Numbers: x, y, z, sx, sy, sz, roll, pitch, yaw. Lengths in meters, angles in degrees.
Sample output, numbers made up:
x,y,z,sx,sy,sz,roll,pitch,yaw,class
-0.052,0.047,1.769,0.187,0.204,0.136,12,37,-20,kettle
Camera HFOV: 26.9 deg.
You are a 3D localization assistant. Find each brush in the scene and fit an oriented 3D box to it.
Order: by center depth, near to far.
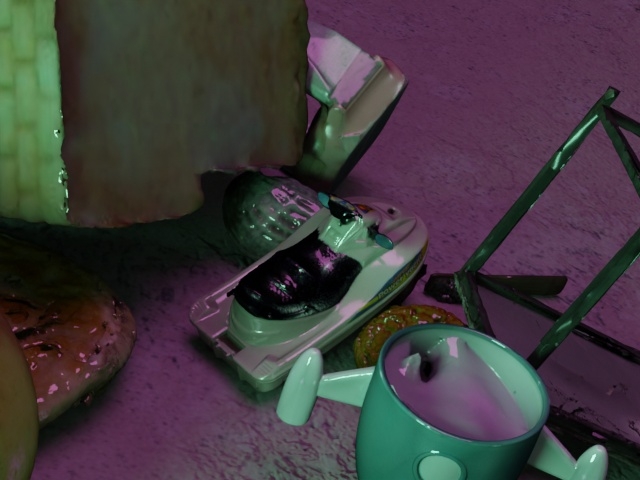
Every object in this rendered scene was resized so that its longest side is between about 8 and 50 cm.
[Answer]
x,y,z,sx,sy,sz,roll,pitch,yaw,class
0.215,0.058,1.607,0.190,0.034,0.027,2,44,-24,brush

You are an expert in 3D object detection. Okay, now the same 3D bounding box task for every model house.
x,y,z,sx,sy,sz,roll,pitch,yaw,class
-0.286,-0.221,1.433,0.400,0.395,0.445,0,7,31,model house

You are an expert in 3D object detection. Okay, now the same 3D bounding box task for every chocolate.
x,y,z,sx,sy,sz,roll,pitch,yaw,class
0.000,0.000,1.529,0.248,0.110,0.110,23,32,10,chocolate

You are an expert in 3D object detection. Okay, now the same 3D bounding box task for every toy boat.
x,y,z,sx,sy,sz,roll,pitch,yaw,class
-0.004,0.031,1.389,0.269,0.141,0.141,-42,58,-15,toy boat

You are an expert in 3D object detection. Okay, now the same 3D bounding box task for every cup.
x,y,z,sx,sy,sz,roll,pitch,yaw,class
0.105,0.189,1.213,0.300,0.173,0.167,19,32,3,cup

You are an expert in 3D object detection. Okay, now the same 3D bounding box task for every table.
x,y,z,sx,sy,sz,roll,pitch,yaw,class
0.363,0.065,1.359,0.335,0.272,0.222,25,27,-21,table

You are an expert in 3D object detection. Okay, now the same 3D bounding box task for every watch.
x,y,z,sx,sy,sz,roll,pitch,yaw,class
-0.040,-0.186,1.669,0.241,0.253,0.162,38,64,4,watch

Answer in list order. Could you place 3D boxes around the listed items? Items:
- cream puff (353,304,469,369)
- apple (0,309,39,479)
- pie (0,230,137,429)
x,y,z,sx,sy,sz,roll,pitch,yaw,class
0.105,0.122,1.386,0.144,0.103,0.126,15,32,8,cream puff
-0.368,0.142,0.973,0.319,0.277,0.319,19,22,-8,apple
-0.336,0.077,1.266,0.339,0.077,0.339,12,32,-8,pie
